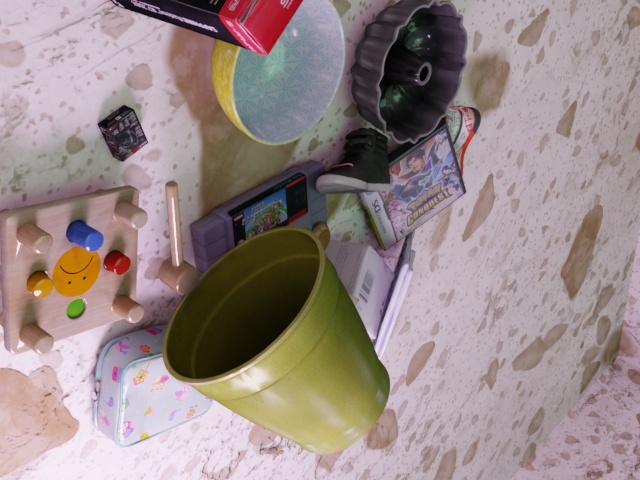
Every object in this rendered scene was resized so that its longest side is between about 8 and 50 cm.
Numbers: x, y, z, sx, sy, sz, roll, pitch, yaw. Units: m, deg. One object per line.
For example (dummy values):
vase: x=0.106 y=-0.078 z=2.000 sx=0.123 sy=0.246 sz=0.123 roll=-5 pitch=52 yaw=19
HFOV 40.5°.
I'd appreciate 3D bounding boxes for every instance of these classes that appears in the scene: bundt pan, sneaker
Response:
bundt pan: x=0.187 y=-0.392 z=1.955 sx=0.331 sy=0.124 sz=0.330 roll=-31 pitch=134 yaw=-38
sneaker: x=0.069 y=-0.180 z=1.930 sx=0.296 sy=0.105 sz=0.146 roll=-7 pitch=93 yaw=-61
sneaker: x=0.311 y=-0.225 z=2.255 sx=0.145 sy=0.090 sz=0.270 roll=-2 pitch=120 yaw=-39

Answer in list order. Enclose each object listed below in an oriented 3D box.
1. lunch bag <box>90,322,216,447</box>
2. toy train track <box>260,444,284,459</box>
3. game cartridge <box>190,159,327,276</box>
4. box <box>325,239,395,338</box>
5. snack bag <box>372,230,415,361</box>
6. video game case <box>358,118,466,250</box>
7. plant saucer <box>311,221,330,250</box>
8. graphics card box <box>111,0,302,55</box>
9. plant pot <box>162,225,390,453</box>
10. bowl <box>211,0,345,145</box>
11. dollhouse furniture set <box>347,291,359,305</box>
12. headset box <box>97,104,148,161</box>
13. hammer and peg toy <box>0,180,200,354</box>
lunch bag: x=-0.331 y=0.289 z=1.751 sx=0.279 sy=0.108 sz=0.223 roll=-13 pitch=123 yaw=-47
toy train track: x=-0.127 y=0.548 z=2.254 sx=0.083 sy=0.014 sz=0.048 roll=18 pitch=104 yaw=-49
game cartridge: x=-0.119 y=-0.012 z=1.870 sx=0.355 sy=0.068 sz=0.230 roll=-32 pitch=139 yaw=-36
box: x=0.077 y=0.120 z=2.108 sx=0.182 sy=0.119 sz=0.180 roll=47 pitch=57 yaw=-54
snack bag: x=0.187 y=0.158 z=2.230 sx=0.342 sy=0.037 sz=0.322 roll=-64 pitch=171 yaw=-73
video game case: x=0.230 y=-0.135 z=2.172 sx=0.275 sy=0.035 sz=0.248 roll=-35 pitch=134 yaw=-10
plant saucer: x=0.000 y=0.000 z=1.972 sx=0.083 sy=0.015 sz=0.083 roll=-36 pitch=136 yaw=-44
graphics card box: x=-0.162 y=-0.427 z=1.282 sx=0.232 sy=0.371 sz=0.094 roll=-59 pitch=144 yaw=-8
plant pot: x=-0.050 y=0.225 z=1.679 sx=0.366 sy=0.367 sz=0.353 roll=-51 pitch=122 yaw=-17
bowl: x=-0.105 y=-0.334 z=1.595 sx=0.289 sy=0.156 sz=0.289 roll=-30 pitch=134 yaw=-38
dollhouse furniture set: x=-0.046 y=0.188 z=1.932 sx=0.242 sy=0.212 sz=0.161 roll=-56 pitch=147 yaw=-2
headset box: x=-0.340 y=-0.182 z=1.504 sx=0.062 sy=0.032 sz=0.083 roll=-43 pitch=141 yaw=-25
hammer and peg toy: x=-0.383 y=0.028 z=1.504 sx=0.361 sy=0.127 sz=0.265 roll=-19 pitch=124 yaw=-44
